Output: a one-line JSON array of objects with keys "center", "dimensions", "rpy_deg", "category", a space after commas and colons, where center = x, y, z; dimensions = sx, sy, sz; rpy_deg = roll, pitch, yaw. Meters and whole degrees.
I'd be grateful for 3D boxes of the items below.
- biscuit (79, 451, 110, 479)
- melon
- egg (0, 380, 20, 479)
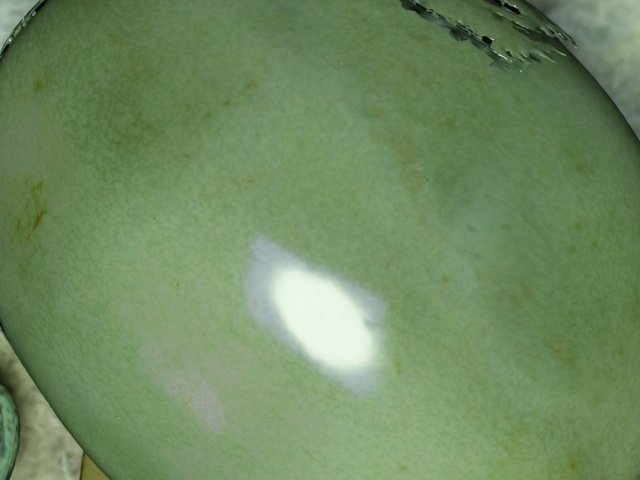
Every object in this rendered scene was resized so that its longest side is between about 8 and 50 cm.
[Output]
[{"center": [-0.071, 0.178, 0.999], "dimensions": [0.197, 0.049, 0.301], "rpy_deg": [18, 107, 3], "category": "biscuit"}, {"center": [0.000, 0.000, 0.828], "dimensions": [0.330, 0.268, 0.268], "rpy_deg": [45, 105, 8], "category": "melon"}, {"center": [-0.228, 0.112, 0.953], "dimensions": [0.172, 0.132, 0.132], "rpy_deg": [-21, 102, -1], "category": "egg"}]
